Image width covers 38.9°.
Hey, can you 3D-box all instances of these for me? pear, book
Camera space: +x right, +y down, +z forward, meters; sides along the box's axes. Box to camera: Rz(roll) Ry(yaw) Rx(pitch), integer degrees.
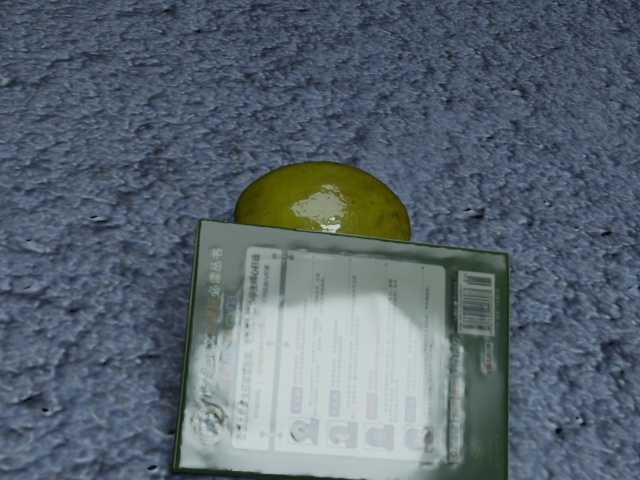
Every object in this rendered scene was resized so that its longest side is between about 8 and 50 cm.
[{"bbox_3d":[0.000,0.000,0.836,0.162,0.148,0.148,0,38,-10],"label":"pear"},{"bbox_3d":[0.023,0.093,0.729,0.264,0.027,0.202,6,75,-8],"label":"book"}]
